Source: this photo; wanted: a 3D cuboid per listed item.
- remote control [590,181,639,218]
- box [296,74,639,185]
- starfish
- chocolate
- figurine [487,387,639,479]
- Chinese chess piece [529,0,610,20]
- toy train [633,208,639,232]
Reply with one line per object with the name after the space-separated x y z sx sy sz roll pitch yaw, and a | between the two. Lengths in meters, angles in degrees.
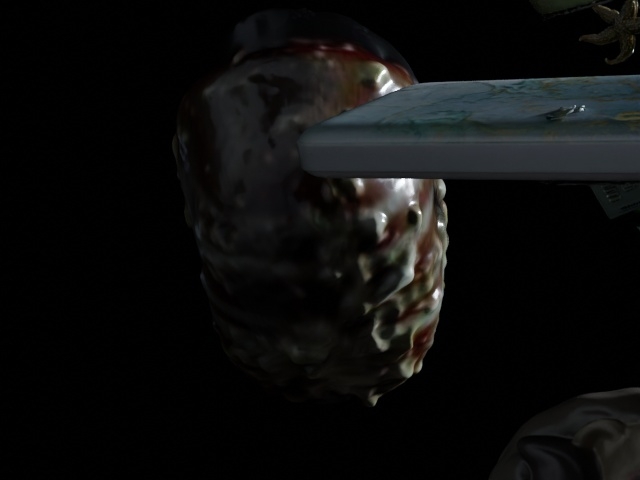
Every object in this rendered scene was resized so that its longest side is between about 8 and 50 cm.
0.264 -0.061 1.290 0.061 0.162 0.029 -23 -118 13 | remote control
0.134 -0.064 0.827 0.285 0.044 0.142 2 -163 36 | box
0.337 -0.243 1.678 0.091 0.078 0.028 -21 180 36 | starfish
0.000 0.000 1.209 0.225 0.340 0.210 -8 -135 1 | chocolate
0.252 0.153 1.023 0.380 0.248 0.203 -62 -164 17 | figurine
0.277 -0.268 1.361 0.189 0.083 0.188 -16 -172 2 | Chinese chess piece
0.373 -0.062 1.536 0.119 0.251 0.085 -26 -133 9 | toy train
